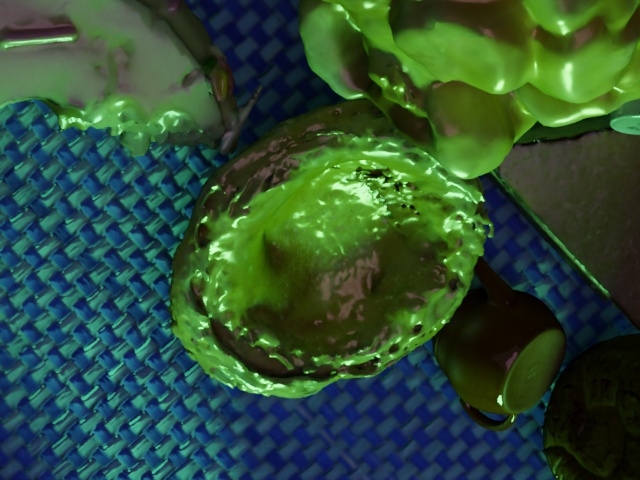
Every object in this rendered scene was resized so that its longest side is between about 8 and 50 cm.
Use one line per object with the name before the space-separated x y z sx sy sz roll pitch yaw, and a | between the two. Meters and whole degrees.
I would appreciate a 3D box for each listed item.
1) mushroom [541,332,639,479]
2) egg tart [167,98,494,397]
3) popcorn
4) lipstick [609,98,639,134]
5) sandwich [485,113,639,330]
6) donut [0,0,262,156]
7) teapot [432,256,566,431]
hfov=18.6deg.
mushroom | 0.278 0.175 1.673 0.138 0.231 0.194 10 70 -27
egg tart | 0.000 0.000 1.614 0.288 0.118 0.288 -12 123 -19
popcorn | 0.127 -0.268 1.455 0.344 0.354 0.390 -25 89 -26
lipstick | 0.270 -0.221 1.616 0.059 0.059 0.264 7 76 -14
sandwich | 0.242 -0.021 1.686 0.220 0.108 0.186 -10 105 -12
donut | -0.270 -0.093 1.536 0.371 0.150 0.307 -43 109 -1
teapot | 0.145 0.092 1.702 0.116 0.116 0.173 -5 126 -11
